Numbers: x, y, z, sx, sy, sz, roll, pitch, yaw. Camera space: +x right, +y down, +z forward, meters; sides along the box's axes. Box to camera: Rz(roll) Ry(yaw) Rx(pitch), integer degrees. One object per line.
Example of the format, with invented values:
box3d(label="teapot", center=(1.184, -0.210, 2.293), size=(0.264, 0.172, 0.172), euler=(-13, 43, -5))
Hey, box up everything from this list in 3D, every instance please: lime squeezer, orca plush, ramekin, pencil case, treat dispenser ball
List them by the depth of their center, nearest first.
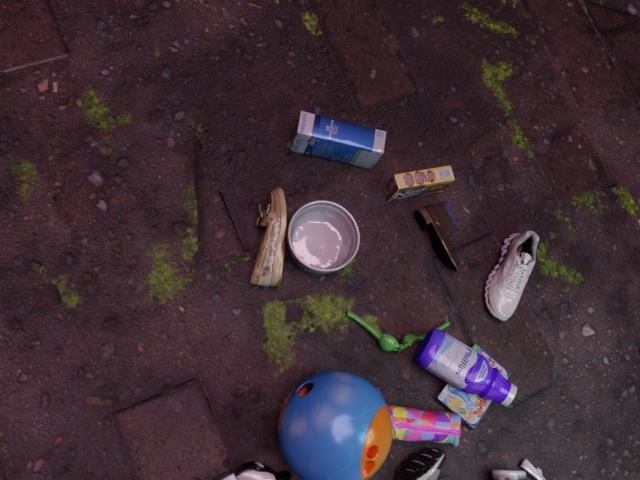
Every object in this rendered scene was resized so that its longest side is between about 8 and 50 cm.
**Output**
box3d(label="treat dispenser ball", center=(0.037, 0.470, 1.704), size=(0.288, 0.288, 0.288), euler=(4, 73, -12))
box3d(label="orca plush", center=(-0.076, 0.627, 1.733), size=(0.287, 0.151, 0.102), euler=(24, 38, -2))
box3d(label="pencil case", center=(0.265, 0.503, 1.849), size=(0.236, 0.104, 0.105), euler=(7, 72, -12))
box3d(label="ramekin", center=(0.000, 0.000, 1.935), size=(0.207, 0.109, 0.207), euler=(4, 73, -12))
box3d(label="lime squeezer", center=(0.225, 0.269, 1.945), size=(0.310, 0.059, 0.110), euler=(7, 40, -10))

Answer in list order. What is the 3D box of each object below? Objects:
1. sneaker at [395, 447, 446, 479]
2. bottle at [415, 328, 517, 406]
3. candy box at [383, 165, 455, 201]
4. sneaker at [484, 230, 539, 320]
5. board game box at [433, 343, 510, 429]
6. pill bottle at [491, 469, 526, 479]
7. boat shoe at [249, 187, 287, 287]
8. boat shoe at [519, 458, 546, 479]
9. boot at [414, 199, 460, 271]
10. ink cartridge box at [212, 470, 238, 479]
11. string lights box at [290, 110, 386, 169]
box3d(label="sneaker", center=(0.248, 0.667, 1.807), size=(0.271, 0.100, 0.108), euler=(-48, 113, -24))
box3d(label="bottle", center=(0.406, 0.359, 1.888), size=(0.282, 0.092, 0.118), euler=(32, 67, 1))
box3d(label="candy box", center=(0.296, -0.172, 2.056), size=(0.186, 0.109, 0.053), euler=(-12, 77, -17))
box3d(label="sneaker", center=(0.575, 0.097, 2.036), size=(0.110, 0.118, 0.292), euler=(24, 71, -7))
box3d(label="board game box", center=(0.434, 0.415, 1.947), size=(0.136, 0.035, 0.201), euler=(39, 69, 1))
box3d(label="pill bottle", center=(0.511, 0.710, 1.844), size=(0.094, 0.094, 0.170), euler=(6, 72, -11))
box3d(label="boat shoe", center=(-0.144, -0.013, 1.908), size=(0.089, 0.104, 0.285), euler=(4, 75, -8))
box3d(label="boat shoe", center=(0.607, 0.653, 1.917), size=(0.100, 0.035, 0.035), euler=(39, 72, 8))
box3d(label="boot", center=(0.382, -0.020, 2.044), size=(0.106, 0.082, 0.219), euler=(-27, 79, -16))
box3d(label="ink cartridge box", center=(-0.283, 0.756, 1.627), size=(0.309, 0.130, 0.272), euler=(-28, 83, -19))
box3d(label="string lights box", center=(0.050, -0.293, 2.022), size=(0.259, 0.133, 0.077), euler=(12, 72, -10))
